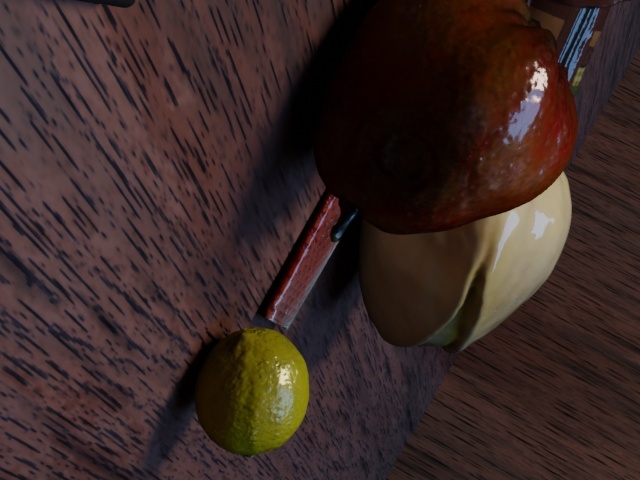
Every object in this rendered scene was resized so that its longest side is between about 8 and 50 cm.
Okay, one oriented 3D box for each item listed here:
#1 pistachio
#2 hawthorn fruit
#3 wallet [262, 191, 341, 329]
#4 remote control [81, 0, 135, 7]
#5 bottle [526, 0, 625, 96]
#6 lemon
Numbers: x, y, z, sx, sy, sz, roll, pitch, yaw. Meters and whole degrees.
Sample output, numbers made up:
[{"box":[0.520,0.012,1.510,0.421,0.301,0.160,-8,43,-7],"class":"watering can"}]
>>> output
[{"box":[0.152,-0.003,1.699,0.321,0.229,0.238,119,-18,-54],"class":"pistachio"},{"box":[0.092,-0.103,1.316,0.261,0.224,0.224,-40,166,1],"class":"hawthorn fruit"},{"box":[0.000,0.000,1.552,0.196,0.020,0.103,-60,167,-1],"class":"wallet"},{"box":[-0.134,-0.151,0.746,0.063,0.025,0.245,-63,167,11],"class":"remote control"},{"box":[0.296,-0.304,1.758,0.271,0.143,0.156,-67,166,18],"class":"bottle"},{"box":[-0.064,0.142,1.415,0.109,0.109,0.133,-40,138,-56],"class":"lemon"}]
